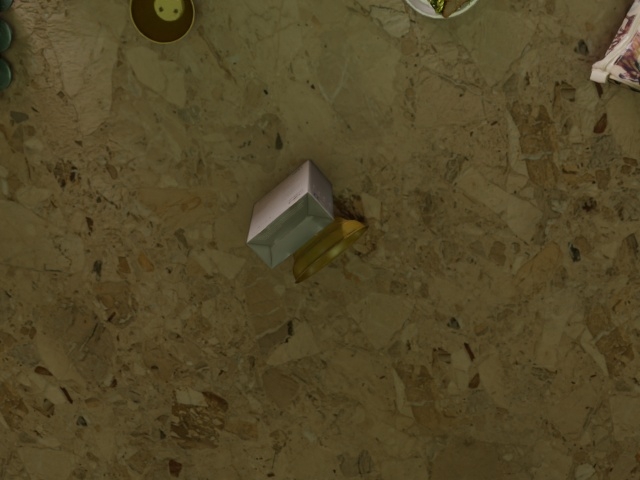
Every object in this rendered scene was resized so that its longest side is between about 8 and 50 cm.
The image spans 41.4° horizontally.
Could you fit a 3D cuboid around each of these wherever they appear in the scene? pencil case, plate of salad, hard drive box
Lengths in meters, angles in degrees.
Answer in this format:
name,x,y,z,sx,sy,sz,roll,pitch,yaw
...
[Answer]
name,x,y,z,sx,sy,sz,roll,pitch,yaw
pencil case,0.728,-0.489,1.753,0.184,0.160,0.410,17,113,-25
plate of salad,0.260,-0.565,1.783,0.200,0.048,0.199,0,113,1
hard drive box,-0.065,-0.063,1.893,0.181,0.232,0.089,-38,108,15

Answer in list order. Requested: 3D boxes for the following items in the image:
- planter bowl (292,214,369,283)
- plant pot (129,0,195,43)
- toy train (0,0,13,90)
name,x,y,z,sx,sy,sz,roll,pitch,yaw
planter bowl,0.000,0.000,1.956,0.217,0.217,0.090,-41,83,15
plant pot,-0.326,-0.491,1.787,0.134,0.095,0.134,0,113,0
toy train,-0.764,-0.441,1.792,0.190,0.142,0.333,12,112,5
